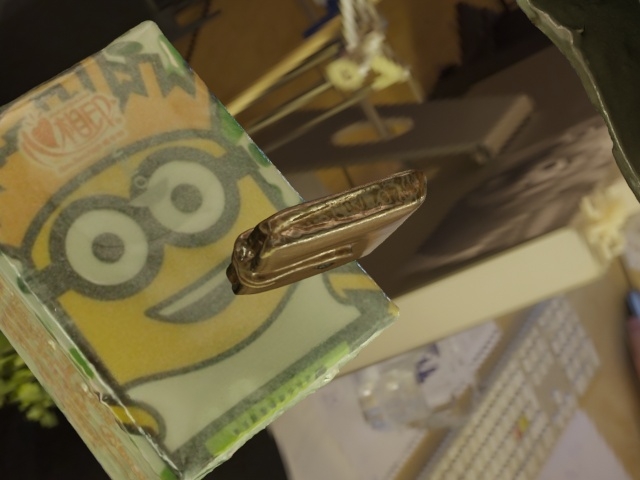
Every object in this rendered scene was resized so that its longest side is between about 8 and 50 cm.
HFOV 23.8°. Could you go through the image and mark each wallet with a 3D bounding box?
[{"bbox_3d":[0.000,0.000,0.953,0.118,0.153,0.038,-19,83,-14],"label":"wallet"}]

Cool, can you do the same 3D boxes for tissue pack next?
[{"bbox_3d":[-0.130,0.017,1.147,0.228,0.128,0.311,-36,82,-27],"label":"tissue pack"}]

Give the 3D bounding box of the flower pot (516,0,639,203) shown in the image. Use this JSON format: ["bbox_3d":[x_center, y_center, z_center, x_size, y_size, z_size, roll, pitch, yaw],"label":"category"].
[{"bbox_3d":[0.219,-0.100,0.866,0.108,0.103,0.229,-23,75,-25],"label":"flower pot"}]
